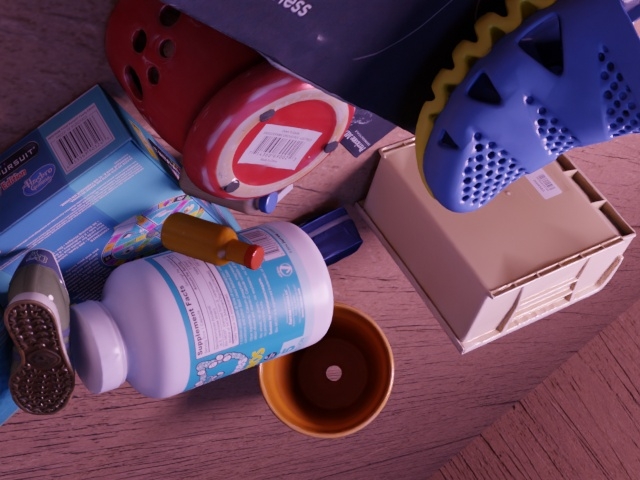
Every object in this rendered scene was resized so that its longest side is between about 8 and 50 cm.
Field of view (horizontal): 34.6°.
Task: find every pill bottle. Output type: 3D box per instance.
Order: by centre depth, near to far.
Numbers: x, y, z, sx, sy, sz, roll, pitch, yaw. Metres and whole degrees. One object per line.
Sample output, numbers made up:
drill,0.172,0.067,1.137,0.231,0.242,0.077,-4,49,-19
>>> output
pill bottle,-0.129,0.077,1.086,0.264,0.146,0.146,-17,150,-31

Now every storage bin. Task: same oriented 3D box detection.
storage bin,0.232,-0.027,1.370,0.260,0.262,0.123,-20,149,-26

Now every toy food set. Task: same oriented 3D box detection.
toy food set,-0.057,-0.070,1.053,0.232,0.104,0.111,-45,145,-47

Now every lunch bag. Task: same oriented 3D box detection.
lunch bag,0.000,0.000,1.377,0.098,0.065,0.067,-27,169,-16

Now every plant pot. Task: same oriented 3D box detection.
plant pot,-0.071,-0.148,0.919,0.191,0.174,0.191,-28,152,-16
plant pot,0.014,0.206,1.626,0.205,0.205,0.188,-33,170,-1

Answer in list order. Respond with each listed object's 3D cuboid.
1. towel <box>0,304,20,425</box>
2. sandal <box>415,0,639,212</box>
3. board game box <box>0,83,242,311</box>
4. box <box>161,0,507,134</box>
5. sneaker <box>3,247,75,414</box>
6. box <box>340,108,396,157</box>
towel,-0.398,0.137,0.926,0.271,0.040,0.370,-45,158,-25
sandal,0.197,-0.118,0.654,0.317,0.138,0.126,-41,156,20
board game box,-0.243,0.008,1.094,0.254,0.079,0.336,-35,154,3
box,0.096,-0.346,0.621,0.472,0.297,0.480,-41,154,19
sneaker,-0.270,0.086,1.005,0.064,0.086,0.192,2,139,-8
box,0.050,-0.189,1.077,0.158,0.093,0.156,-37,154,9
